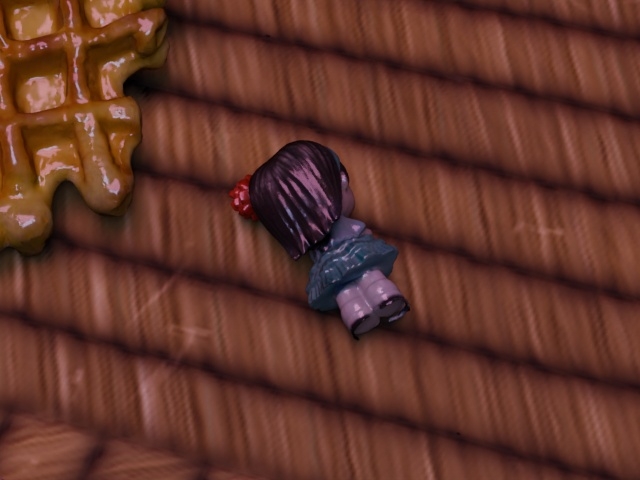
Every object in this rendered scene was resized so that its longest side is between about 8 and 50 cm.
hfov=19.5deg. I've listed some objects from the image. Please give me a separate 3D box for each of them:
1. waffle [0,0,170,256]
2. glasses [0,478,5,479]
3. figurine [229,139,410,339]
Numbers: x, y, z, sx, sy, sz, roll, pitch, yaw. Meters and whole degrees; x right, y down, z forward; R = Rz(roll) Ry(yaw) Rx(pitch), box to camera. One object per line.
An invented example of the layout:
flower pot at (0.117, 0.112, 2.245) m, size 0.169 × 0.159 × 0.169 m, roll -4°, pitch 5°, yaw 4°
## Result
waffle at (-0.219, -0.110, 0.956) m, size 0.309 × 0.065 × 0.283 m, roll 34°, pitch 73°, yaw 0°
glasses at (-0.119, 0.183, 0.785) m, size 0.255 × 0.095 × 0.162 m, roll 14°, pitch 69°, yaw 16°
figurine at (0.000, 0.000, 0.916) m, size 0.060 × 0.047 × 0.106 m, roll -42°, pitch 65°, yaw 22°
